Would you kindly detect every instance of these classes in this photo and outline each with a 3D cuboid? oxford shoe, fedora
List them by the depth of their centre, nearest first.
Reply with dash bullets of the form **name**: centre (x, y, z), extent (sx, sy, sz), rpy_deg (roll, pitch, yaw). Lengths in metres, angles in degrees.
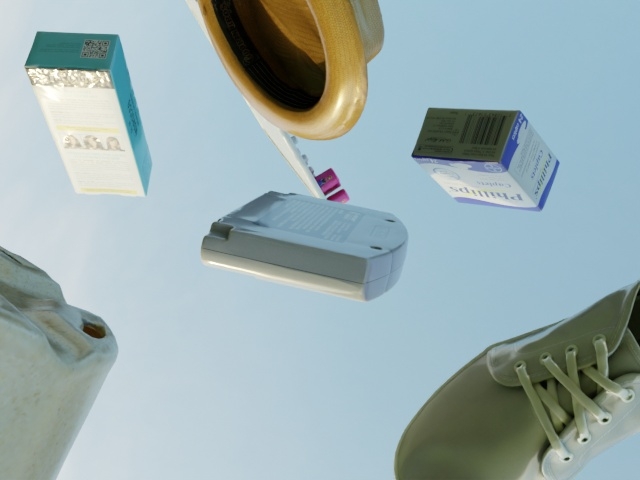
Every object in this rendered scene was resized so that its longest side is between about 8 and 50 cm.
- **fedora**: centre (-0.015, -0.168, 0.584), extent (0.079, 0.194, 0.194), rpy_deg (-32, -146, -28)
- **oxford shoe**: centre (0.267, 0.154, 0.853), extent (0.449, 0.130, 0.169), rpy_deg (-30, -108, 10)

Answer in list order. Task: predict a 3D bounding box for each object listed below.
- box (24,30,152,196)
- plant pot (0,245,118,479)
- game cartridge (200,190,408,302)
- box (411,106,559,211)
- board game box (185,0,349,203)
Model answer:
- **box**: centre (-0.283, -0.151, 1.025), extent (0.100, 0.244, 0.060), rpy_deg (3, -123, 1)
- **plant pot**: centre (-0.307, 0.139, 0.529), extent (0.333, 0.333, 0.306), rpy_deg (30, -94, 48)
- **game cartridge**: centre (0.000, 0.000, 0.931), extent (0.198, 0.297, 0.062), rpy_deg (16, -77, 7)
- **box**: centre (0.202, -0.099, 0.994), extent (0.126, 0.137, 0.072), rpy_deg (10, -106, 41)
- **board game box**: centre (-0.108, -0.271, 1.395), extent (0.050, 0.390, 0.390), rpy_deg (-33, -144, -2)
